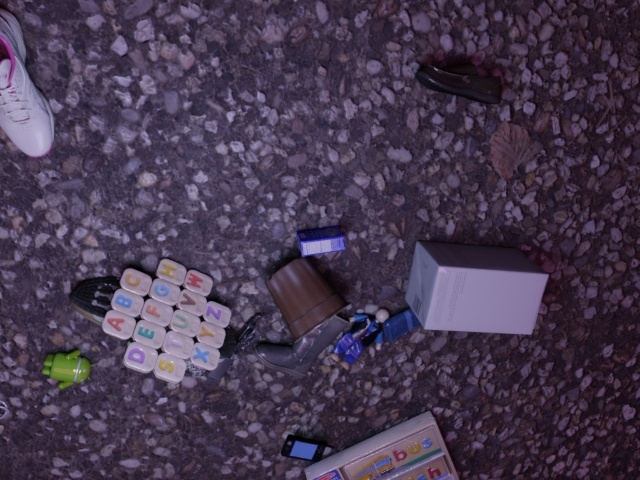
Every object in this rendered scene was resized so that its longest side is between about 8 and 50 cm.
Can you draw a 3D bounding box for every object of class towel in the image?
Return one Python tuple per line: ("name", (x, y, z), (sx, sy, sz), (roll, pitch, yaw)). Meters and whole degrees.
("towel", (0.225, 0.218, 1.646), (0.119, 0.029, 0.067), (-24, 124, -19))

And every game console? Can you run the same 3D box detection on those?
("game console", (-0.038, 0.594, 1.746), (0.122, 0.071, 0.107), (17, 107, -16))

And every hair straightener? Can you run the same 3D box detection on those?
("hair straightener", (-0.207, 0.277, 1.579), (0.230, 0.089, 0.047), (-45, 115, 8))

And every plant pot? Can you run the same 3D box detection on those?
("plant pot", (-0.040, 0.133, 1.500), (0.167, 0.167, 0.165), (-35, 84, 4))

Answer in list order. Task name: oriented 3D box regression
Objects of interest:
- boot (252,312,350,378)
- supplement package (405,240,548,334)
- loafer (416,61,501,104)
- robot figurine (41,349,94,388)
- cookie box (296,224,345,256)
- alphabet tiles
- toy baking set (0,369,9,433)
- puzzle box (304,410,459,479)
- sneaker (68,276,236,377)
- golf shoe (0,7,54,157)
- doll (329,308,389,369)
("boot", (-0.049, 0.249, 1.606), (0.189, 0.076, 0.209), (26, 111, -32))
("supplement package", (0.392, 0.120, 1.578), (0.292, 0.177, 0.176), (4, 110, -11))
("loafer", (0.324, -0.376, 1.432), (0.219, 0.080, 0.079), (11, 99, -20))
("robot figurine", (-0.624, 0.315, 1.530), (0.115, 0.067, 0.101), (15, 106, -16))
("cookie box", (0.000, 0.000, 1.507), (0.107, 0.092, 0.040), (-8, 109, -7))
("alphabet tiles", (-0.347, 0.181, 1.434), (0.277, 0.284, 0.021), (26, 142, -19))
("toy baking set", (-0.886, 0.391, 1.532), (0.196, 0.030, 0.257), (-4, 112, -9))
("puzzle box", (0.188, 0.691, 1.826), (0.408, 0.052, 0.272), (-25, 117, 0))
("sneaker", (-0.423, 0.237, 1.505), (0.410, 0.158, 0.182), (27, 119, -15))
("golf shoe", (-0.632, -0.306, 1.245), (0.115, 0.140, 0.307), (-16, 115, -6))
("doll", (0.115, 0.257, 1.653), (0.129, 0.046, 0.189), (41, 93, -15))
